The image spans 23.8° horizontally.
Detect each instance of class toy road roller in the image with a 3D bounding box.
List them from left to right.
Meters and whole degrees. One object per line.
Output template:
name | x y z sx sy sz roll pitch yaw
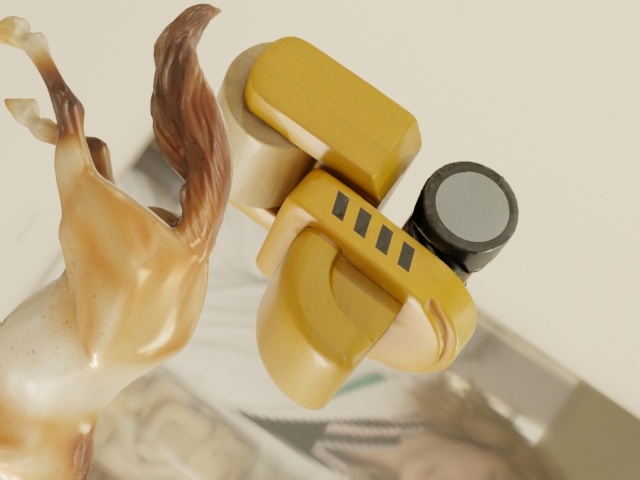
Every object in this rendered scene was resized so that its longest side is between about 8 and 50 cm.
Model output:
toy road roller | 0.000 0.000 1.407 0.241 0.329 0.202 -50 175 -29

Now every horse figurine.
horse figurine | -0.114 0.023 0.644 0.263 0.174 0.066 -49 158 22
